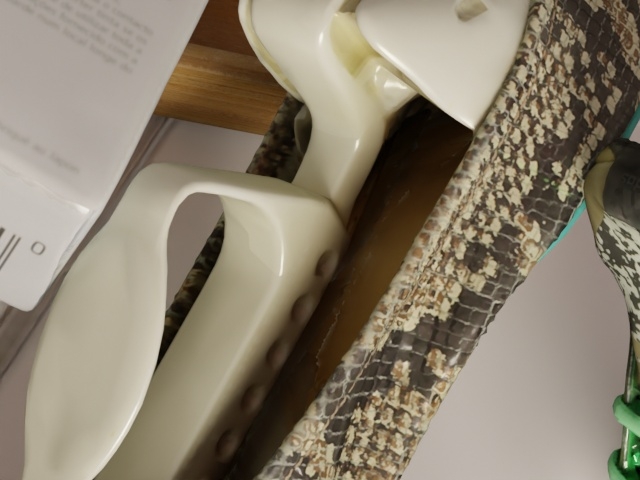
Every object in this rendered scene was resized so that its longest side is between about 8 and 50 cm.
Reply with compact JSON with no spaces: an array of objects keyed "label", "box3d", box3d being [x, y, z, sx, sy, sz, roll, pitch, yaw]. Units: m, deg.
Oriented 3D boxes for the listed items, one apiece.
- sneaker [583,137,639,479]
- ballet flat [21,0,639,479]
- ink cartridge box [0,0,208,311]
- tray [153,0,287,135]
[{"label":"sneaker","box3d":[0.183,0.127,0.640,0.182,0.158,0.410,-45,134,-13]},{"label":"ballet flat","box3d":[0.000,0.000,0.609,0.182,0.164,0.483,38,78,-40]},{"label":"ink cartridge box","box3d":[-0.179,-0.198,0.641,0.308,0.091,0.385,30,48,-12]},{"label":"tray","box3d":[-0.032,-0.161,0.760,0.411,0.076,0.203,10,70,-21]}]
